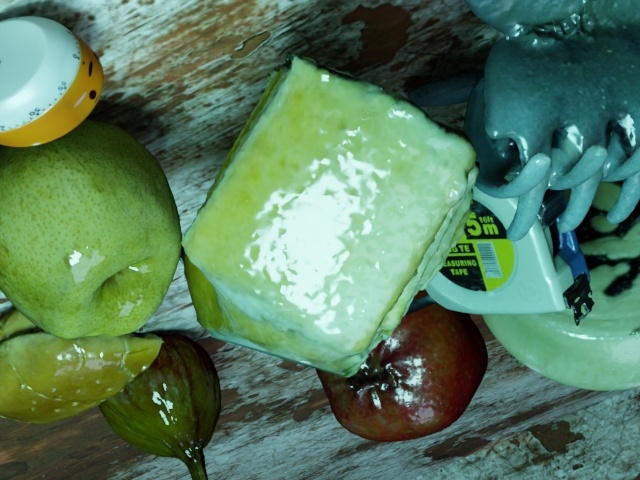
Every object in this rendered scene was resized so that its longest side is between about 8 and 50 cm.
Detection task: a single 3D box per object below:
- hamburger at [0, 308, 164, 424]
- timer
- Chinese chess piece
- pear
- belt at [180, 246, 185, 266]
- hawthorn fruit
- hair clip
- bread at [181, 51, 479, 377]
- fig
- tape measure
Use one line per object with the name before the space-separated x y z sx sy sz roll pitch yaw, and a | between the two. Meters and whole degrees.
hamburger | -0.349 0.151 1.525 0.283 0.144 0.157 -28 156 23
timer | -0.249 -0.129 1.035 0.136 0.099 0.136 -5 156 -2
Chinese chess piece | 0.371 0.024 1.563 0.349 0.349 0.146 -19 141 -1
pear | -0.242 -0.020 1.166 0.188 0.211 0.228 -30 150 -25
belt | -0.026 0.024 1.547 0.360 0.126 0.094 0 141 -50
hawthorn fruit | 0.130 0.172 1.843 0.265 0.265 0.307 -30 177 23
hair clip | 0.288 -0.155 1.243 0.318 0.238 0.392 -10 156 -16
bread | -0.003 0.003 1.170 0.264 0.239 0.395 -61 173 -5
fig | -0.204 0.269 1.760 0.191 0.290 0.190 -38 175 -4
tape measure | 0.153 0.001 1.467 0.351 0.215 0.098 -5 -158 42
